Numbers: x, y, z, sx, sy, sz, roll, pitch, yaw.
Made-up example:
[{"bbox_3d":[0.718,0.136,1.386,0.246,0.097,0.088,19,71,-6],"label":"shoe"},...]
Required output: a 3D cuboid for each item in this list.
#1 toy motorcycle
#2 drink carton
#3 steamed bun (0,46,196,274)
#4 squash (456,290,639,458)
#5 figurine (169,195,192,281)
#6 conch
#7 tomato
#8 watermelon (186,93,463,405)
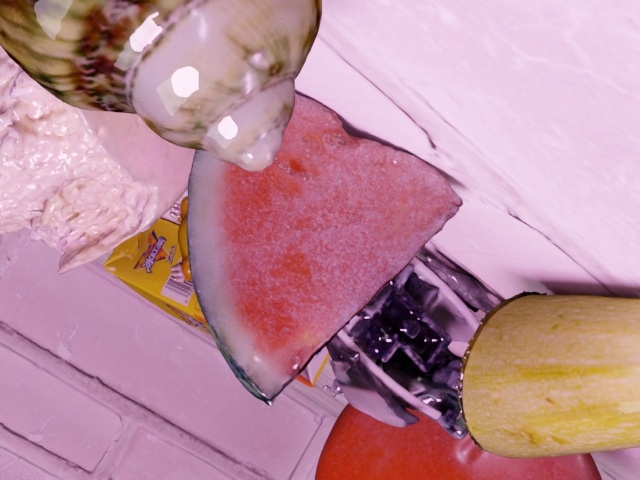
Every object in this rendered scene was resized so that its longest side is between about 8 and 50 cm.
[{"bbox_3d":[0.042,0.068,0.957,0.327,0.143,0.188,44,165,-22],"label":"toy motorcycle"},{"bbox_3d":[-0.137,0.075,1.497,0.351,0.111,0.154,19,163,46],"label":"drink carton"},{"bbox_3d":[-0.196,-0.062,0.801,0.200,0.170,0.226,-9,179,-36],"label":"steamed bun"},{"bbox_3d":[0.190,0.083,0.724,0.137,0.137,0.287,33,162,-9],"label":"squash"},{"bbox_3d":[-0.078,-0.011,1.086,0.122,0.121,0.176,5,166,-19],"label":"figurine"},{"bbox_3d":[-0.079,-0.121,0.502,0.182,0.124,0.187,29,161,-4],"label":"conch"},{"bbox_3d":[0.161,0.282,1.248,0.342,0.272,0.341,3,158,1],"label":"tomato"},{"bbox_3d":[-0.023,-0.002,0.723,0.202,0.207,0.136,-33,135,31],"label":"watermelon"}]
